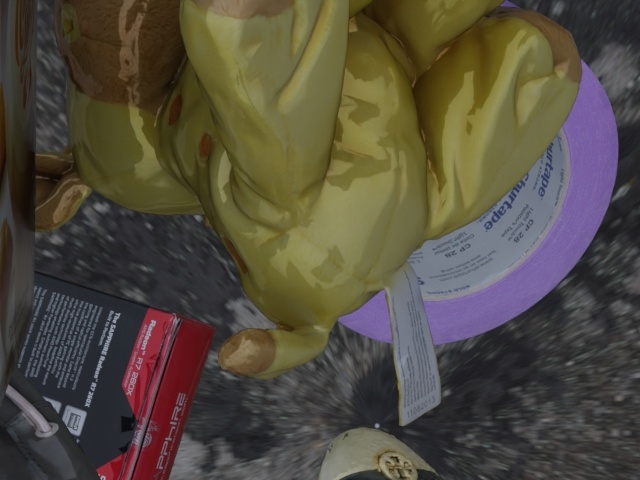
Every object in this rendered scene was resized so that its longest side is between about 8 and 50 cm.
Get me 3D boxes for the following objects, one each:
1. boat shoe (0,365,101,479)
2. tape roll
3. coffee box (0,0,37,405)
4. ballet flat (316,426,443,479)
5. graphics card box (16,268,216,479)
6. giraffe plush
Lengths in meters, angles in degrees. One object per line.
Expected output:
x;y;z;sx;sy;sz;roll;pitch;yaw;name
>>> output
-0.185;0.085;0.950;0.095;0.335;0.112;-16;115;-13;boat shoe
0.091;-0.056;1.442;0.275;0.090;0.274;-11;122;-18;tape roll
-0.142;-0.078;0.579;0.098;0.141;0.246;1;102;-5;coffee box
0.051;0.110;0.515;0.057;0.049;0.173;-4;40;-31;ballet flat
-0.297;0.135;1.697;0.371;0.094;0.232;15;86;25;graphics card box
-0.025;-0.056;0.661;0.170;0.181;0.210;23;116;41;giraffe plush
